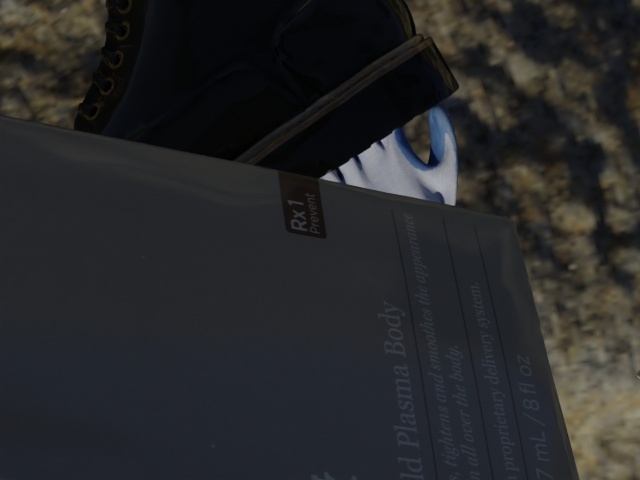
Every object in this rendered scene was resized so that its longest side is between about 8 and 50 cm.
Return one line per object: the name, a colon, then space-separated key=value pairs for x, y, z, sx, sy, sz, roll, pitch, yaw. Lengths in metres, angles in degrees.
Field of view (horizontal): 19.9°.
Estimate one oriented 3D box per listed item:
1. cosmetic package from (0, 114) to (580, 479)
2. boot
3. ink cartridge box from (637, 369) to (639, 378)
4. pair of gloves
cosmetic package: x=-0.062 y=0.046 z=0.487 sx=0.238 sy=0.107 sz=0.127 roll=11 pitch=46 yaw=-23
boot: x=-0.071 y=-0.059 z=0.621 sx=0.198 sy=0.077 sz=0.137 roll=-31 pitch=92 yaw=-14
ink cartridge box: x=0.226 y=0.077 z=1.121 sx=0.028 sy=0.083 sz=0.048 roll=35 pitch=93 yaw=-3
pair of gloves: x=0.000 y=0.000 z=1.024 sx=0.159 sy=0.198 sz=0.023 roll=61 pitch=9 yaw=25
